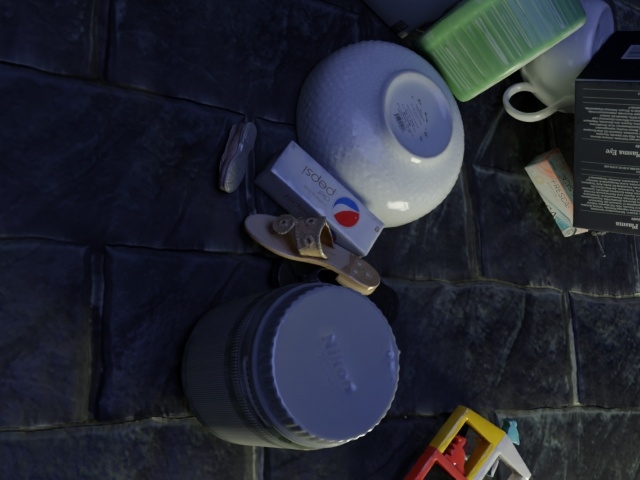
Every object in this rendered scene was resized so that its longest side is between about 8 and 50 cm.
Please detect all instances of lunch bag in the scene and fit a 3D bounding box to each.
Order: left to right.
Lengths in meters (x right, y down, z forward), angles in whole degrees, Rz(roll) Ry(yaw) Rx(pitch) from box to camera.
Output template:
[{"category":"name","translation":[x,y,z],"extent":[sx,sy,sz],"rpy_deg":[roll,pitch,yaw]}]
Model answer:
[{"category":"lunch bag","translation":[0.301,0.379,1.403],"extent":[0.083,0.053,0.071],"rpy_deg":[45,63,-25]}]

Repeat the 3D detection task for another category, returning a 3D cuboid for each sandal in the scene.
[{"category":"sandal","translation":[0.001,-0.004,1.231],"extent":[0.240,0.079,0.088],"rpy_deg":[29,36,-7]},{"category":"sandal","translation":[0.036,0.074,1.290],"extent":[0.254,0.054,0.097],"rpy_deg":[19,70,-29]}]

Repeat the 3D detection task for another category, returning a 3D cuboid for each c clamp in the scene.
[{"category":"c clamp","translation":[0.661,-0.046,1.757],"extent":[0.161,0.022,0.137],"rpy_deg":[-17,84,-33]}]

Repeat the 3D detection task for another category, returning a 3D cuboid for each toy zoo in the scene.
[{"category":"toy zoo","translation":[0.245,0.422,1.329],"extent":[0.192,0.030,0.293],"rpy_deg":[46,72,-17]}]

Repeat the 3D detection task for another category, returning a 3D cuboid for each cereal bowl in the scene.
[{"category":"cereal bowl","translation":[0.132,-0.200,1.364],"extent":[0.339,0.141,0.339],"rpy_deg":[8,76,-33]}]

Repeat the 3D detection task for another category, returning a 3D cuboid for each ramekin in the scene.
[{"category":"ramekin","translation":[0.337,-0.390,1.431],"extent":[0.303,0.303,0.148],"rpy_deg":[-36,94,-34]}]

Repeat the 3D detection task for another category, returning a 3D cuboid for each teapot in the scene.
[{"category":"teapot","translation":[0.498,-0.385,1.628],"extent":[0.256,0.187,0.252],"rpy_deg":[-22,118,-57]}]

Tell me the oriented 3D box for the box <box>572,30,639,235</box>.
[{"category":"box","translation":[0.637,-0.224,1.549],"extent":[0.343,0.179,0.312],"rpy_deg":[-42,131,-47]}]

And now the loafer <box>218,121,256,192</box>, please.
[{"category":"loafer","translation":[-0.139,-0.133,1.236],"extent":[0.045,0.039,0.125],"rpy_deg":[49,54,-55]}]

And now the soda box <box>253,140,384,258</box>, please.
[{"category":"soda box","translation":[-0.001,-0.061,1.280],"extent":[0.216,0.069,0.074],"rpy_deg":[41,60,-15]}]

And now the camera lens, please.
[{"category":"camera lens","translation":[-0.052,0.176,1.076],"extent":[0.219,0.274,0.219],"rpy_deg":[8,76,-32]}]

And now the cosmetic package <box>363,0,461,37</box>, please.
[{"category":"cosmetic package","translation":[0.242,-0.596,1.480],"extent":[0.156,0.217,0.385],"rpy_deg":[41,58,-20]}]

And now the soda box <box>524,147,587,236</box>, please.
[{"category":"soda box","translation":[0.512,-0.101,1.640],"extent":[0.058,0.063,0.183],"rpy_deg":[-39,102,-35]}]
